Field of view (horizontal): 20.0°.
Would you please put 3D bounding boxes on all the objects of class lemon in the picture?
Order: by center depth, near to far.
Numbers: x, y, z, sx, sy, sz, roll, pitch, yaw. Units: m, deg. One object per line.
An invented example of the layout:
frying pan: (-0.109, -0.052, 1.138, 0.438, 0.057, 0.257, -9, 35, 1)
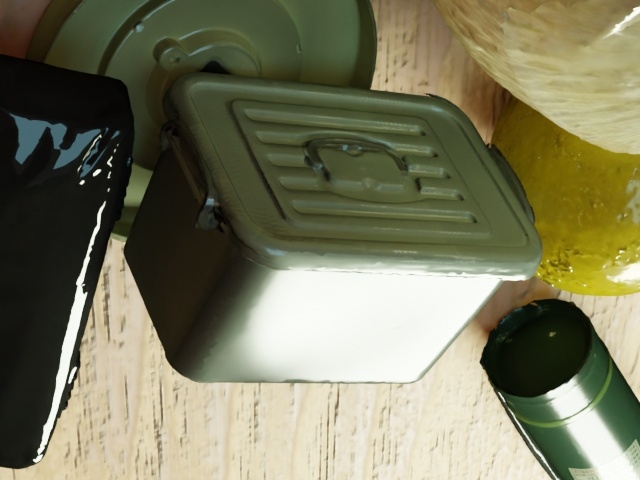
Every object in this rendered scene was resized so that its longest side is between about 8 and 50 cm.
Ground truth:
lemon: (0.199, -0.047, 1.233, 0.206, 0.173, 0.173, -12, 131, -4)

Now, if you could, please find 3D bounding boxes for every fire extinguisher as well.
fire extinguisher: (0.224, 0.160, 1.469, 0.118, 0.093, 0.294, -19, 138, 18)

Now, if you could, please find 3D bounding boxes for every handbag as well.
handbag: (-0.247, 0.004, 1.055, 0.244, 0.088, 0.275, 8, 123, -19)

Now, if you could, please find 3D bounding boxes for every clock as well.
clock: (-0.073, -0.097, 1.130, 0.235, 0.029, 0.235, -16, 131, -19)

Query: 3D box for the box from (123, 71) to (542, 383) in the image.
box: (0.000, 0.000, 1.134, 0.243, 0.163, 0.135, 2, 134, -34)

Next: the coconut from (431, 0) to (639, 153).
coconut: (0.203, -0.221, 0.968, 0.346, 0.360, 0.346, -17, 133, -19)
